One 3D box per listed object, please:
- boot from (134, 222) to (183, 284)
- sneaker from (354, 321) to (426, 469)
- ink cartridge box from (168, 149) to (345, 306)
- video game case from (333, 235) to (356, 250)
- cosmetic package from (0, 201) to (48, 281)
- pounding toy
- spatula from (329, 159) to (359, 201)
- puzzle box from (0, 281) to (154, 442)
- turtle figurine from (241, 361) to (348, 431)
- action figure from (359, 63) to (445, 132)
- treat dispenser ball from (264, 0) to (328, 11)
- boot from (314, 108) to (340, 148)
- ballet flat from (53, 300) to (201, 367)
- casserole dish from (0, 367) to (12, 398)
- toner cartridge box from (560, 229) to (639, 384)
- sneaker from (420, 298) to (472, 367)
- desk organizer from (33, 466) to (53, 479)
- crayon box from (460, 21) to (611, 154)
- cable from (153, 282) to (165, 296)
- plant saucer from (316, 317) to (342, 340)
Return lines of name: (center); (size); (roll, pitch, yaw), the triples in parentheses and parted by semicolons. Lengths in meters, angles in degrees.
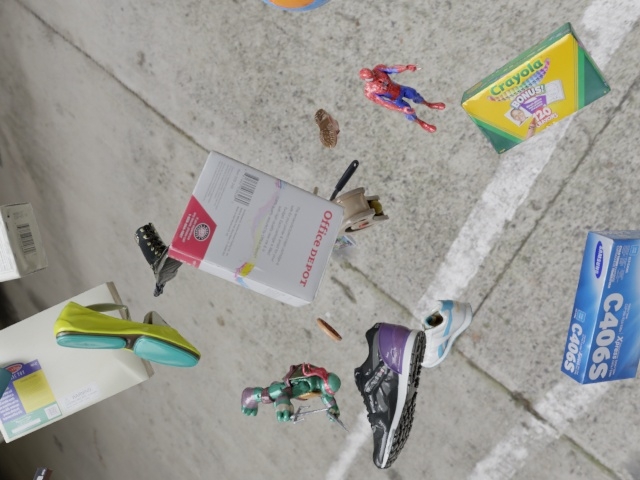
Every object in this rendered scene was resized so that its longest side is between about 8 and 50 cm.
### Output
boot: (-0.494, 0.019, 1.698); (0.178, 0.085, 0.236); (58, 147, 11)
sneaker: (0.125, 0.304, 1.125); (0.124, 0.107, 0.283); (11, 89, 27)
ink cartridge box: (-0.134, -0.016, 1.176); (0.306, 0.226, 0.131); (24, 163, -12)
video game case: (0.000, 0.000, 1.827); (0.184, 0.201, 0.023); (-15, 68, 17)
cosmetic package: (-0.780, 0.025, 1.218); (0.310, 0.113, 0.160); (-10, 98, 7)
pounding toy: (0.074, -0.105, 1.485); (0.154, 0.270, 0.154); (-30, 77, 35)
spatula: (0.048, -0.153, 1.926); (0.084, 0.296, 0.030); (34, 174, -25)
puzzle box: (-0.669, 0.309, 1.438); (0.052, 0.409, 0.272); (-59, -55, -89)
turtle figurine: (-0.031, 0.286, 1.032); (0.234, 0.118, 0.175); (-16, 150, 42)
action figure: (0.205, -0.320, 1.254); (0.139, 0.280, 0.091); (25, 97, 48)
treat dispenser ball: (-0.055, -0.665, 1.248); (0.288, 0.288, 0.288); (29, 137, 31)
boot: (0.037, -0.347, 1.793); (0.059, 0.085, 0.157); (-33, 51, 29)
ballet flat: (-0.299, 0.144, 0.896); (0.231, 0.077, 0.077); (16, 140, -25)
casserole dish: (-0.815, 0.372, 1.330); (0.114, 0.188, 0.037); (-12, 129, 12)
toner cartridge box: (0.669, 0.152, 1.284); (0.075, 0.165, 0.347); (-142, 52, -64)
sneaker: (0.293, 0.234, 1.429); (0.092, 0.087, 0.228); (13, 125, -15)
desk organizer: (-0.822, 0.742, 1.647); (0.047, 0.130, 0.050); (-13, 139, 26)
crayon box: (0.490, -0.344, 1.295); (0.278, 0.081, 0.165); (-31, 111, 36)
cable: (-0.580, 0.119, 2.066); (0.047, 0.184, 0.150); (21, 180, -25)
plant saucer: (0.021, 0.231, 1.444); (0.083, 0.013, 0.083); (42, -179, -1)
